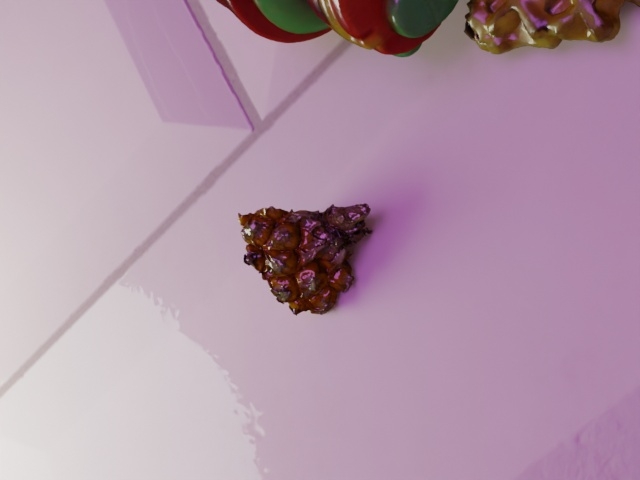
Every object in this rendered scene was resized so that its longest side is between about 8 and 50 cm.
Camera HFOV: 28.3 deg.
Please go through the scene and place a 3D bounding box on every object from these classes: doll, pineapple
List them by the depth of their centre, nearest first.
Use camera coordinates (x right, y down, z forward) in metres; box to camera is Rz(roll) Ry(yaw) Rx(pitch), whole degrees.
[{"bbox_3d":[-0.034,-0.261,1.074,0.160,0.183,0.363,-40,42,-7],"label":"doll"},{"bbox_3d":[0.000,0.000,1.089,0.114,0.077,0.114,-28,100,21],"label":"pineapple"}]

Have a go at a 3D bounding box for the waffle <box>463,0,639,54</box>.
[{"bbox_3d":[0.175,-0.272,0.992,0.291,0.051,0.291,-10,74,37],"label":"waffle"}]
